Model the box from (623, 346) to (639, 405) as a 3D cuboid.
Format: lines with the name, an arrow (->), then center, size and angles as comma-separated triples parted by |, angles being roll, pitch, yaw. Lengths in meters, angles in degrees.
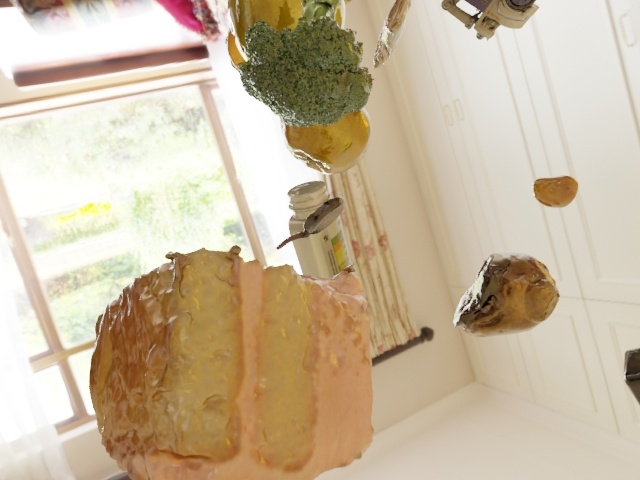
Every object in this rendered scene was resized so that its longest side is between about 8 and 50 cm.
box -> 0.791, 0.352, 1.021 | 0.090, 0.201, 0.144 | -30, -176, 41

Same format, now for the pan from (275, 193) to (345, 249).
pan -> -0.024, -0.029, 1.021 | 0.212, 0.040, 0.115 | -39, 171, 25

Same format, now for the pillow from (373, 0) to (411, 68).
pillow -> 0.230, -0.681, 1.444 | 0.067, 0.173, 0.270 | 22, 171, -1

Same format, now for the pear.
pear -> -0.102, -0.671, 1.329 | 0.362, 0.362, 0.418 | -16, 150, 18

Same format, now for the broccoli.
broccoli -> -0.015, -0.347, 0.810 | 0.254, 0.269, 0.269 | 16, 166, -31

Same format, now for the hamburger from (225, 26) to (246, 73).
hamburger -> -0.230, -0.726, 1.646 | 0.246, 0.246, 0.170 | -16, -154, 9

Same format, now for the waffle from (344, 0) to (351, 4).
waffle -> 0.121, -0.836, 1.324 | 0.168, 0.057, 0.274 | -35, 174, -3

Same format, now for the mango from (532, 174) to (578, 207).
mango -> 0.541, -0.116, 1.023 | 0.114, 0.080, 0.060 | 11, -168, -24

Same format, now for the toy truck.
toy truck -> 0.416, -0.590, 1.078 | 0.177, 0.213, 0.161 | -56, 180, 38

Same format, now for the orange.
orange -> 0.014, -0.324, 1.307 | 0.279, 0.235, 0.279 | 24, -178, -1

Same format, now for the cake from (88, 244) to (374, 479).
cake -> -0.127, 0.193, 0.628 | 0.306, 0.293, 0.314 | 11, 157, -40

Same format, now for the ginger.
ginger -> 0.513, 0.161, 1.213 | 0.223, 0.269, 0.200 | 22, -158, 10

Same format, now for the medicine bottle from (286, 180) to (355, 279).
medicine bottle -> 0.000, 0.000, 1.245 | 0.124, 0.324, 0.179 | -1, -152, 33
